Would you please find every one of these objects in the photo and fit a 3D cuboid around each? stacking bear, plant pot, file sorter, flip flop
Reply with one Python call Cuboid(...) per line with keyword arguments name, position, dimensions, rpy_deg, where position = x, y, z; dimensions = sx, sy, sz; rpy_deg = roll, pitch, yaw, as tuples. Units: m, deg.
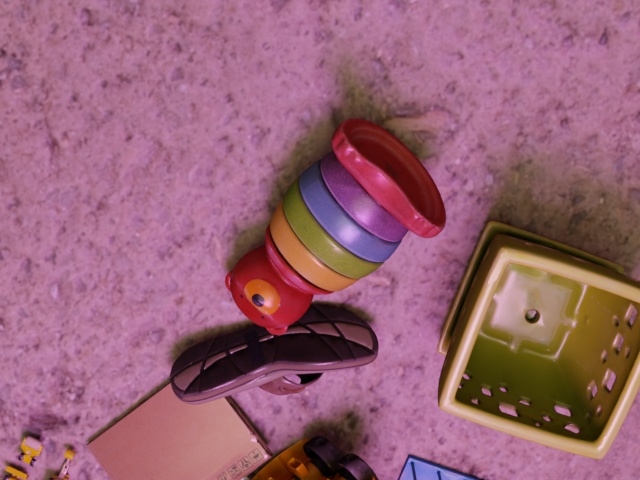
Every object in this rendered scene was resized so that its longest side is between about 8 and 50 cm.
Cuboid(name="stacking bear", position=(0.000, 0.000, 1.686), dimensions=(0.175, 0.164, 0.289), rpy_deg=(44, 112, -5))
Cuboid(name="plant pot", position=(0.277, 0.111, 1.694), dimensions=(0.227, 0.207, 0.228), rpy_deg=(18, 105, -7))
Cuboid(name="file sorter", position=(0.181, 0.391, 1.829), dimensions=(0.170, 0.104, 0.118), rpy_deg=(20, 106, -7))
Cuboid(name="flip flop", position=(-0.059, 0.164, 1.767), dimensions=(0.277, 0.112, 0.080), rpy_deg=(-17, 133, 1))

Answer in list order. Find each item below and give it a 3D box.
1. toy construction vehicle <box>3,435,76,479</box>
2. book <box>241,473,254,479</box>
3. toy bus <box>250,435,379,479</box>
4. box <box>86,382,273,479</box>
Cuboid(name="toy construction vehicle", position=(-0.386, 0.318, 1.840), dimensions=(0.086, 0.035, 0.098), rpy_deg=(22, 103, 4))
Cuboid(name="book", position=(-0.159, 0.363, 1.854), dimensions=(0.096, 0.035, 0.144), rpy_deg=(44, 101, -9))
Cuboid(name="toy bus", position=(0.019, 0.389, 1.762), dimensions=(0.149, 0.220, 0.211), rpy_deg=(-38, 110, -18))
Cuboid(name="box", position=(-0.192, 0.284, 1.820), dimensions=(0.201, 0.021, 0.164), rpy_deg=(-37, 92, 11))
